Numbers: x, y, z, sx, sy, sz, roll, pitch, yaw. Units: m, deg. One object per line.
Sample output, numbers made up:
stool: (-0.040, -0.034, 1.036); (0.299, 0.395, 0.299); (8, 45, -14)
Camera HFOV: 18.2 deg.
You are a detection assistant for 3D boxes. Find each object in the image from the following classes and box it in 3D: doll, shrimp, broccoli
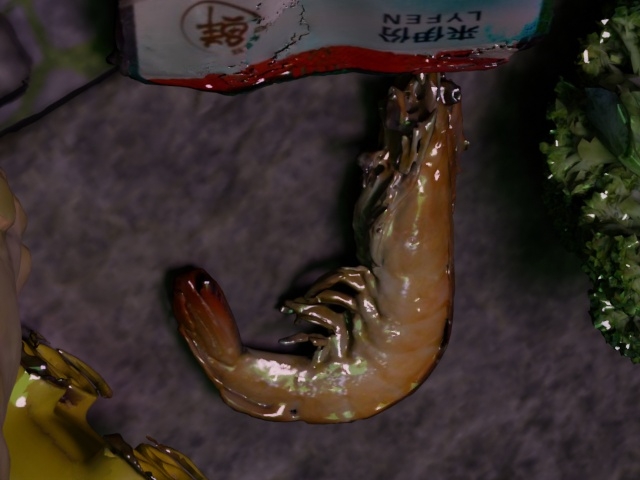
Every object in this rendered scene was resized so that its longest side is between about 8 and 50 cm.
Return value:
doll: (-0.139, 0.151, 0.758); (0.221, 0.135, 0.143); (-53, 168, 2)
shrimp: (0.000, -0.001, 0.814); (0.124, 0.034, 0.178); (-5, 122, -15)
broccoli: (0.177, -0.034, 0.808); (0.195, 0.156, 0.195); (3, 83, -24)

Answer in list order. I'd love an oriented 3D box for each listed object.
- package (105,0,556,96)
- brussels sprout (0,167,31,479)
package: (0.007, -0.107, 0.662); (0.166, 0.040, 0.232); (-3, 154, -4)
brussels sprout: (-0.233, 0.061, 0.607); (0.274, 0.316, 0.242); (-36, 96, 19)
